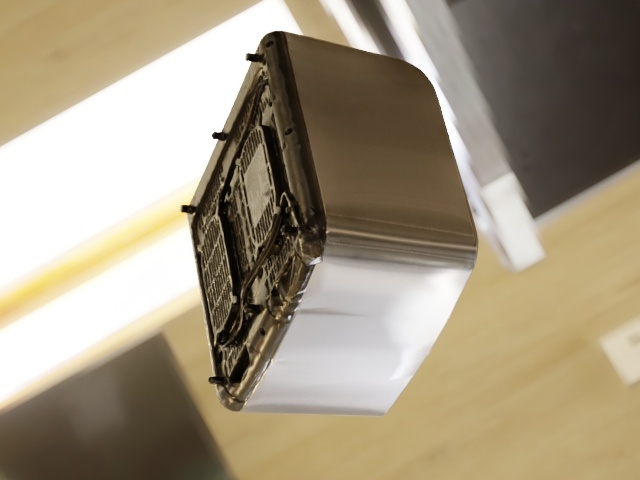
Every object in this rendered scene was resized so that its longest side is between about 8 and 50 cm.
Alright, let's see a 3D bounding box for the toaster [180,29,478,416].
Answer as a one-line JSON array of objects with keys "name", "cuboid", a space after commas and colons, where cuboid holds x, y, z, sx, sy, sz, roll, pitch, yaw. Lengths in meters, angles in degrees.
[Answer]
[{"name": "toaster", "cuboid": [0.000, 0.000, 1.084, 0.168, 0.110, 0.186, 116, 152, -42]}]
